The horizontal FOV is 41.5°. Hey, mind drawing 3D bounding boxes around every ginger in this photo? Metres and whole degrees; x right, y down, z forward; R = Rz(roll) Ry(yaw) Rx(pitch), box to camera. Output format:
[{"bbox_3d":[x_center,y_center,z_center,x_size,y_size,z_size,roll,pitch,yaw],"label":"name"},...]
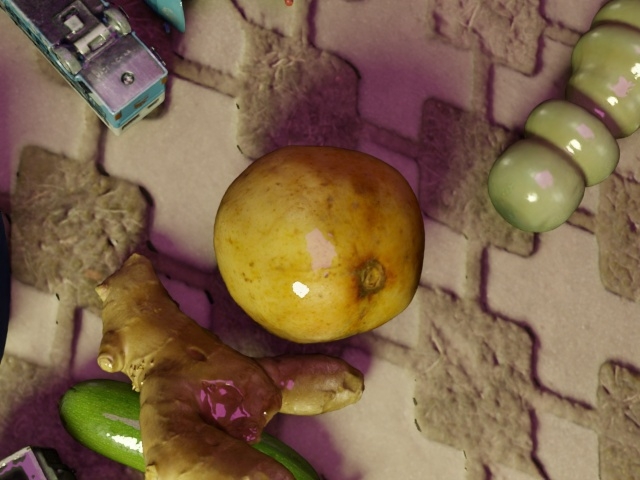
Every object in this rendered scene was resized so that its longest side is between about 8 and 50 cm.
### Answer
[{"bbox_3d":[-0.144,0.173,0.952,0.348,0.363,0.122,22,120,8],"label":"ginger"}]

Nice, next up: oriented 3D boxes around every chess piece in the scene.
[{"bbox_3d":[0.355,-0.154,1.147,0.182,0.182,0.330,41,82,1],"label":"chess piece"}]

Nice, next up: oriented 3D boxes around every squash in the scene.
[{"bbox_3d":[-0.136,0.257,1.019,0.379,0.101,0.101,24,76,-1],"label":"squash"}]

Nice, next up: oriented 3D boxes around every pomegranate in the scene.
[{"bbox_3d":[0.000,0.000,1.023,0.260,0.260,0.260,2,78,-8],"label":"pomegranate"}]

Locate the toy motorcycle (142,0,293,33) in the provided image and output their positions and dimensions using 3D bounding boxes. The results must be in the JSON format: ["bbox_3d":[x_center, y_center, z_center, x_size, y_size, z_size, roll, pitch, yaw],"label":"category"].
[{"bbox_3d":[-0.140,-0.368,1.138,0.272,0.123,0.182,-4,69,-9],"label":"toy motorcycle"}]

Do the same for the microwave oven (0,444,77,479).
[{"bbox_3d":[-0.309,0.344,0.944,0.129,0.163,0.205,-28,81,-15],"label":"microwave oven"}]

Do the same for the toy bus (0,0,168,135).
[{"bbox_3d":[-0.325,-0.279,1.085,0.106,0.131,0.297,-42,86,-14],"label":"toy bus"}]

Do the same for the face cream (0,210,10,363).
[{"bbox_3d":[-0.486,0.044,0.935,0.225,0.249,0.249,-2,79,-6],"label":"face cream"}]
